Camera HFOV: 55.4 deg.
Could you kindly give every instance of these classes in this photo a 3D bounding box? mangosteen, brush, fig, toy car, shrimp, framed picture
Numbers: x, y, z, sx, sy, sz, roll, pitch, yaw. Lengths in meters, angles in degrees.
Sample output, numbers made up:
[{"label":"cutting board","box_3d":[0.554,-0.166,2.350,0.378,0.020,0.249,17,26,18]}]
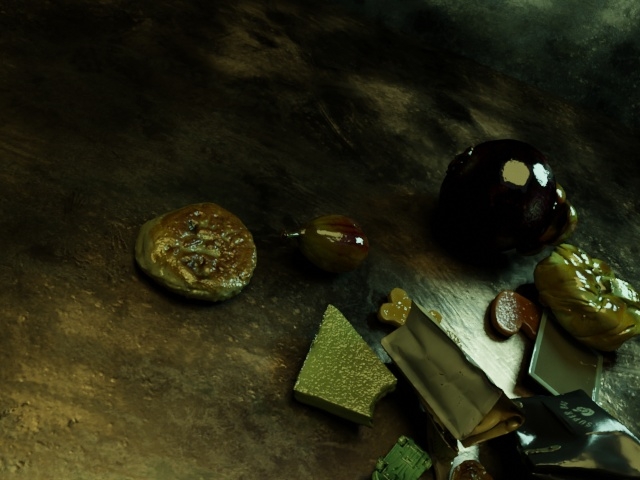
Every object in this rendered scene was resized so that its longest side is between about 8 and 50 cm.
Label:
[{"label":"mangosteen","box_3d":[0.581,-0.109,1.900,0.435,0.382,0.382,41,40,-6]},{"label":"brush","box_3d":[0.272,0.484,1.321,0.072,0.067,0.312,20,42,-9]},{"label":"fig","box_3d":[-0.001,0.002,1.616,0.274,0.145,0.170,10,40,-41]},{"label":"toy car","box_3d":[0.164,0.478,1.271,0.093,0.058,0.186,41,30,17]},{"label":"shrimp","box_3d":[0.739,0.487,1.579,0.091,0.034,0.161,23,40,-14]},{"label":"framed picture","box_3d":[0.681,0.345,1.688,0.231,0.018,0.293,40,42,1]}]

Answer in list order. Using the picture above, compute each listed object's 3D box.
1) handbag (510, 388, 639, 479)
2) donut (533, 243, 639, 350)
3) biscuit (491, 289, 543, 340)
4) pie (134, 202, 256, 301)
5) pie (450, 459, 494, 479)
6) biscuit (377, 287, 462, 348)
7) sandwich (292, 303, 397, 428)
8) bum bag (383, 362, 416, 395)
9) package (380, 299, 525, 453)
[{"label":"handbag","box_3d":[0.549,0.450,1.396,0.288,0.152,0.342,3,15,-13]},{"label":"donut","box_3d":[0.815,0.171,1.825,0.361,0.170,0.360,25,36,-19]},{"label":"biscuit","box_3d":[0.583,0.235,1.767,0.192,0.036,0.186,30,39,1]},{"label":"pie","box_3d":[-0.293,0.024,1.497,0.316,0.092,0.315,16,40,-14]},{"label":"pie","box_3d":[0.315,0.515,1.296,0.191,0.033,0.088,-2,72,-54]},{"label":"biscuit","box_3d":[0.263,0.228,1.609,0.240,0.035,0.158,37,43,13]},{"label":"sandwich","box_3d":[0.074,0.286,1.384,0.212,0.063,0.244,19,51,8]},{"label":"bum bag","box_3d":[0.156,0.327,1.439,0.198,0.049,0.087,8,51,-17]},{"label":"package","box_3d":[0.280,0.315,1.383,0.221,0.165,0.311,44,4,-48]}]
